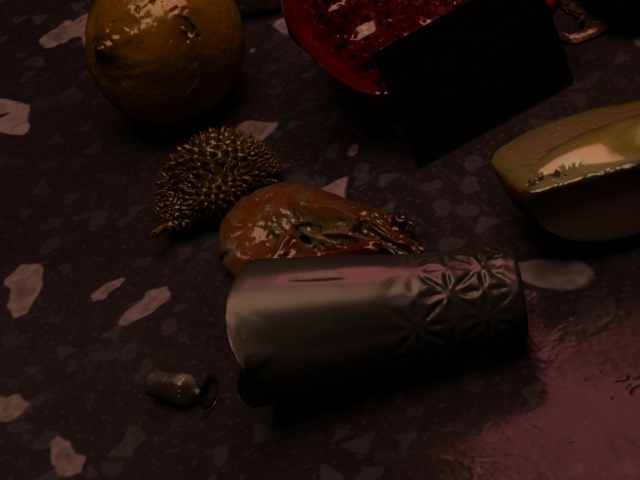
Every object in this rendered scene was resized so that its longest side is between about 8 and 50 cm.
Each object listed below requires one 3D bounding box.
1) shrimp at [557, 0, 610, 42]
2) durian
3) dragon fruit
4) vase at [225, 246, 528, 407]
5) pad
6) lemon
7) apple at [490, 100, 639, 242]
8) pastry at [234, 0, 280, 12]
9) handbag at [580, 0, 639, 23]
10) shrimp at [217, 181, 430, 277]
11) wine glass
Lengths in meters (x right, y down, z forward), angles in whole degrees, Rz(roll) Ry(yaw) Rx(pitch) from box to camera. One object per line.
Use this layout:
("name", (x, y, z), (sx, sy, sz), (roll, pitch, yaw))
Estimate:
("shrimp", (0.346, -0.308, 1.794), (0.083, 0.023, 0.114), (-31, 43, -10))
("durian", (-0.158, -0.080, 1.674), (0.146, 0.102, 0.208), (23, 59, 37))
("dragon fruit", (0.112, -0.356, 1.726), (0.386, 0.370, 0.249), (14, 3, -9))
("vase", (0.063, 0.075, 1.374), (0.301, 0.156, 0.251), (-9, 14, 4))
("pad", (0.198, -0.217, 1.636), (0.246, 0.170, 0.006), (-30, 23, -12))
("lemon", (-0.220, -0.290, 1.852), (0.229, 0.228, 0.253), (-5, 39, 17))
("apple", (0.331, -0.084, 1.460), (0.265, 0.120, 0.193), (-16, 26, 1))
("pastry", (-0.100, -0.429, 2.074), (0.156, 0.092, 0.156), (-7, 35, 5))
("handbag", (0.455, -0.407, 1.794), (0.254, 0.093, 0.308), (-18, 38, -8))
("shrimp", (0.001, 0.001, 1.545), (0.294, 0.062, 0.154), (6, 56, 35))
("wine glass", (-0.154, 0.161, 1.429), (0.083, 0.042, 0.039), (7, 16, 33))
